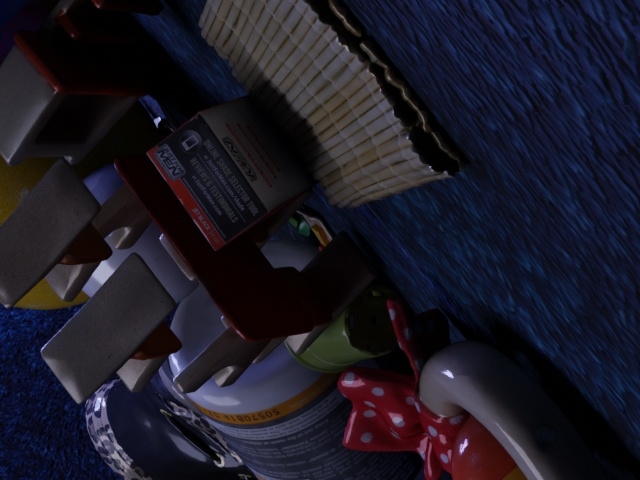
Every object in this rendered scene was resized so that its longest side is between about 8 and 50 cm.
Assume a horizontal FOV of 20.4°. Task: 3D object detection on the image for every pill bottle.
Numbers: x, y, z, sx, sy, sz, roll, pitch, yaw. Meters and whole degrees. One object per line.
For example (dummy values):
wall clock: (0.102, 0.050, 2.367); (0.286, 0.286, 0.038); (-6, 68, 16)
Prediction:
pill bottle: (0.002, 0.139, 1.474); (0.162, 0.162, 0.278); (44, 170, 46)

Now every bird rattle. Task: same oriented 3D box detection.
bird rattle: (0.115, 0.128, 1.034); (0.253, 0.143, 0.207); (62, 165, 17)

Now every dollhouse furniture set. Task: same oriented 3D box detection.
dollhouse furniture set: (-0.099, -0.037, 1.143); (0.259, 0.135, 0.262); (51, -156, 17)

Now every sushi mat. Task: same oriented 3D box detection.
sushi mat: (-0.006, -0.081, 0.928); (0.151, 0.019, 0.316); (52, 174, -3)

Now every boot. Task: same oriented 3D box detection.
boot: (-0.064, 0.234, 1.897); (0.377, 0.138, 0.284); (35, 149, -17)

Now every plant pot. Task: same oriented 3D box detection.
plant pot: (0.023, 0.055, 1.276); (0.083, 0.083, 0.079); (52, 161, -14)

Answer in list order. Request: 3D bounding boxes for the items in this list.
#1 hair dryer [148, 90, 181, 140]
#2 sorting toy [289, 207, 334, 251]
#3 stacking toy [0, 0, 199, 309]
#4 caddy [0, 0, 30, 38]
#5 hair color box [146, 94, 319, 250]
hair dryer: (-0.123, -0.018, 1.789); (0.293, 0.080, 0.223); (51, 173, -8)
sorting toy: (0.000, 0.000, 1.355); (0.062, 0.012, 0.083); (52, 173, -17)
stacking toy: (-0.246, -0.048, 1.481); (0.480, 0.350, 0.350); (31, 161, 50)
caddy: (-0.314, -0.181, 1.248); (0.179, 0.241, 0.341); (44, -152, -10)
hair color box: (-0.048, -0.045, 1.065); (0.072, 0.043, 0.141); (55, -164, 0)
